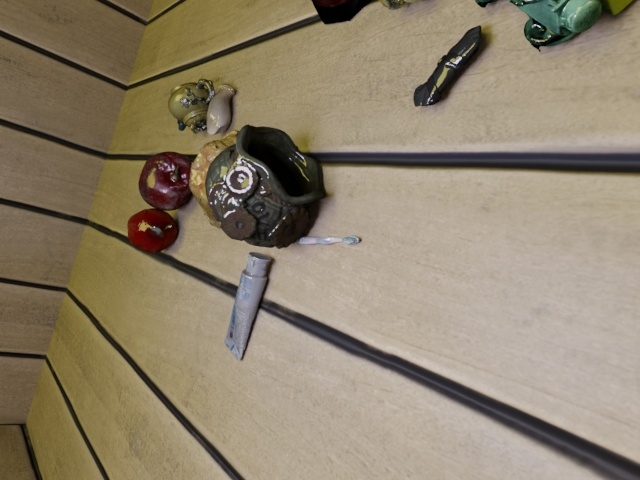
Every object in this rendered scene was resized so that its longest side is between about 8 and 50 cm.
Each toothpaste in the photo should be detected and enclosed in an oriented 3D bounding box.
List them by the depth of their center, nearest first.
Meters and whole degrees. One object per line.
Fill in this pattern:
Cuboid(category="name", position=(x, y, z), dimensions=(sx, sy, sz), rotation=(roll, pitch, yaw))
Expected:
Cuboid(category="toothpaste", position=(-0.210, 0.182, 1.353), dimensions=(0.114, 0.073, 0.299), rotation=(32, 108, 50))

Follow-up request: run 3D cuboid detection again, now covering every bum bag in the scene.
Cuboid(category="bum bag", position=(0.268, -0.354, 0.997), dimensions=(0.198, 0.049, 0.087), rotation=(-49, 20, 27))

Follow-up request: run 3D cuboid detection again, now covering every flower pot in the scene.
Cuboid(category="flower pot", position=(-0.143, -0.129, 1.213), dimensions=(0.213, 0.302, 0.302), rotation=(-44, 47, 29))

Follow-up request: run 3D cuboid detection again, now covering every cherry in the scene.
Cuboid(category="cherry", position=(-0.593, -0.225, 1.852), dimensions=(0.300, 0.203, 0.230), rotation=(-12, 68, 62))

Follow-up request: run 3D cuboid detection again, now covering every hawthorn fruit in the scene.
Cuboid(category="hawthorn fruit", position=(-0.641, -0.044, 1.859), dimensions=(0.202, 0.185, 0.185), rotation=(-7, 70, 39))

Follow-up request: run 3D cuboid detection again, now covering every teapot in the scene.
Cuboid(category="teapot", position=(-0.494, -0.521, 1.892), dimensions=(0.269, 0.173, 0.182), rotation=(-24, 89, 38))

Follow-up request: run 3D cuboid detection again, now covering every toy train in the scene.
Cuboid(category="toy train", position=(0.394, -0.504, 0.833), dimensions=(0.237, 0.150, 0.369), rotation=(-42, 47, 21))

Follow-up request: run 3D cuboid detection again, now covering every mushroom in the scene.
Cuboid(category="mushroom", position=(-0.370, -0.480, 1.771), dimensions=(0.097, 0.088, 0.212), rotation=(113, 163, -64))

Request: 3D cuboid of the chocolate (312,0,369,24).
Cuboid(category="chocolate", position=(0.004, -0.841, 1.274), dimensions=(0.383, 0.331, 0.383), rotation=(-18, 65, 45))

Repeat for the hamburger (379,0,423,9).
Cuboid(category="hamburger", position=(0.205, -0.627, 1.100), dimensions=(0.185, 0.159, 0.131), rotation=(-52, 31, -18))

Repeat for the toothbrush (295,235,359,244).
Cuboid(category="toothbrush", position=(0.000, 0.000, 1.197), dimensions=(0.269, 0.027, 0.021), rotation=(-1, 88, 51))

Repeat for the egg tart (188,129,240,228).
Cuboid(category="egg tart", position=(-0.327, -0.214, 1.576), dimensions=(0.352, 0.150, 0.352), rotation=(-17, 67, 47))
